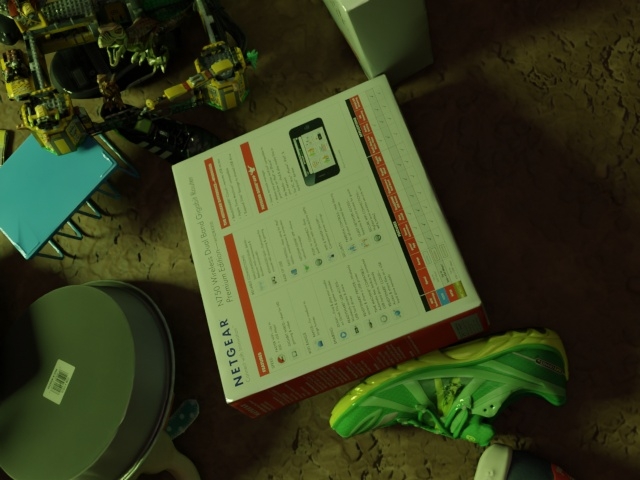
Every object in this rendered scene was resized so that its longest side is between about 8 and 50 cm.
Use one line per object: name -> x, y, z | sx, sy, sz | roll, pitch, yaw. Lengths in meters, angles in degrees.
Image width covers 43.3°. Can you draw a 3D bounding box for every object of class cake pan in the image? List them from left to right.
cake pan -> -0.317, 0.184, 1.024 | 0.293, 0.054, 0.293 | -11, 67, 26

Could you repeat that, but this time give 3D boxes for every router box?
router box -> 0.000, 0.000, 0.971 | 0.301, 0.082, 0.335 | -22, 61, 8

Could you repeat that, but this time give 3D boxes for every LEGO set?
LEGO set -> -0.249, -0.262, 0.973 | 0.331, 0.192, 0.254 | -9, 71, -3

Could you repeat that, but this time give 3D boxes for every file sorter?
file sorter -> -0.347, -0.070, 1.086 | 0.170, 0.104, 0.118 | -46, 77, 3

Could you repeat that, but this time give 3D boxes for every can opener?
can opener -> -0.512, -0.335, 1.182 | 0.186, 0.073, 0.059 | 21, 127, 16

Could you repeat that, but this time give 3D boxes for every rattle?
rattle -> -0.226, 0.306, 1.058 | 0.130, 0.143, 0.199 | 0, 65, -21

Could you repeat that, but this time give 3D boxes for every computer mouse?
computer mouse -> -0.225, -0.242, 1.109 | 0.262, 0.060, 0.184 | -36, 74, -7

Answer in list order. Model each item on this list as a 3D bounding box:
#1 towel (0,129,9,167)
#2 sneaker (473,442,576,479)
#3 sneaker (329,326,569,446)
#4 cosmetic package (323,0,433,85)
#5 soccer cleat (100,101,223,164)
towel -> -0.492, -0.134, 1.170 | 0.083, 0.009, 0.060 | 7, 86, 12
sneaker -> 0.213, 0.417, 0.907 | 0.148, 0.131, 0.350 | 15, 87, 14
sneaker -> 0.152, 0.190, 0.956 | 0.296, 0.109, 0.123 | -18, 77, 8
cosmetic package -> 0.001, -0.390, 0.964 | 0.097, 0.284, 0.377 | -30, 78, 8
soccer cleat -> -0.214, -0.141, 1.084 | 0.179, 0.072, 0.060 | 20, 88, 13
